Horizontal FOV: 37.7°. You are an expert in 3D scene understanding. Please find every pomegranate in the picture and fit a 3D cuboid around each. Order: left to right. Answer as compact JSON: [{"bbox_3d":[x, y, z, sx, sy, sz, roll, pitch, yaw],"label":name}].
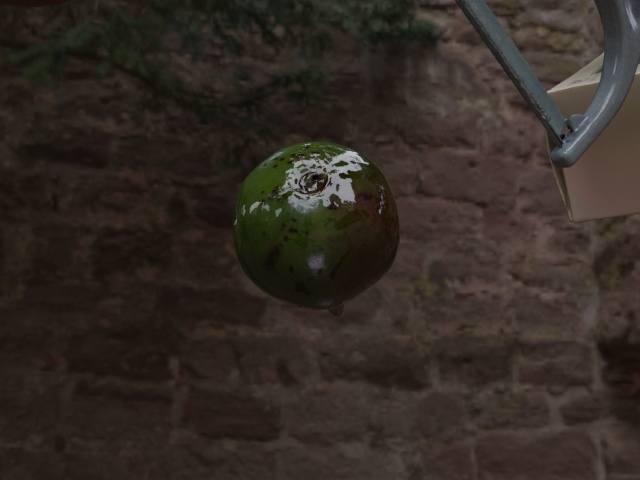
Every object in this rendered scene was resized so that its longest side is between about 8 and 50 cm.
[{"bbox_3d":[0.000,0.000,1.007,0.181,0.181,0.224,0,-29,11],"label":"pomegranate"}]

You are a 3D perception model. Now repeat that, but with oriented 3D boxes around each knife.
[{"bbox_3d":[0.158,-0.168,0.379,0.123,0.278,0.053,50,-5,-26],"label":"knife"}]

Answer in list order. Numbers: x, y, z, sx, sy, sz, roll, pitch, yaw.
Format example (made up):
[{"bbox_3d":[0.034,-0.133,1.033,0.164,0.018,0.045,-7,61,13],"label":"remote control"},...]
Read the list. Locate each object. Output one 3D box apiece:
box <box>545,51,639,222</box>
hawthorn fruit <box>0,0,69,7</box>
[{"bbox_3d":[0.264,-0.093,0.648,0.168,0.095,0.212,-11,12,29],"label":"box"},{"bbox_3d":[-0.332,-0.426,1.009,0.403,0.403,0.403,2,-15,1],"label":"hawthorn fruit"}]
